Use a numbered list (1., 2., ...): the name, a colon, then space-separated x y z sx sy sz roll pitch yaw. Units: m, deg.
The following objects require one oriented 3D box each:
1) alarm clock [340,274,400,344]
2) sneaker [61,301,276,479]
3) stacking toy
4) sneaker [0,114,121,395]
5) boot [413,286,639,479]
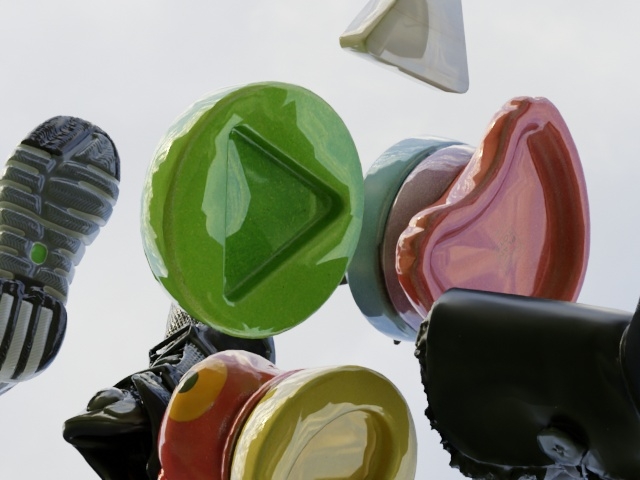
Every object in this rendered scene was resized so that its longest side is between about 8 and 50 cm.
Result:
1. alarm clock: 0.103 -0.008 1.131 0.129 0.192 0.064 17 -36 47
2. sneaker: -0.100 0.096 1.080 0.087 0.130 0.227 -32 -139 32
3. stacking toy: 0.000 0.000 0.914 0.130 0.309 0.279 11 -45 47
4. sneaker: -0.222 0.020 1.162 0.086 0.228 0.132 28 -40 -17
5. boot: 0.134 0.053 0.779 0.207 0.094 0.246 8 -40 34
